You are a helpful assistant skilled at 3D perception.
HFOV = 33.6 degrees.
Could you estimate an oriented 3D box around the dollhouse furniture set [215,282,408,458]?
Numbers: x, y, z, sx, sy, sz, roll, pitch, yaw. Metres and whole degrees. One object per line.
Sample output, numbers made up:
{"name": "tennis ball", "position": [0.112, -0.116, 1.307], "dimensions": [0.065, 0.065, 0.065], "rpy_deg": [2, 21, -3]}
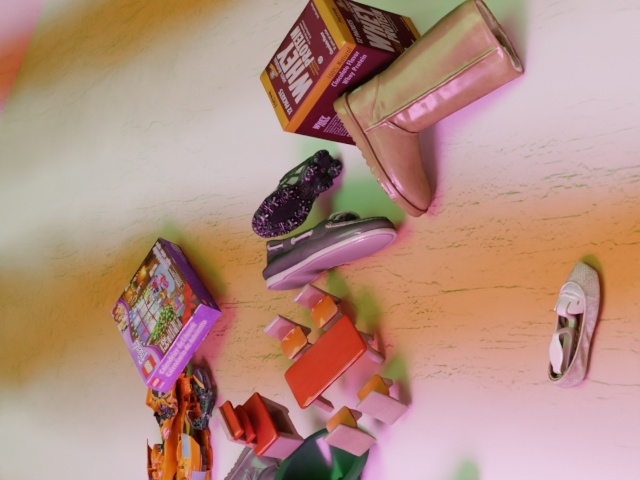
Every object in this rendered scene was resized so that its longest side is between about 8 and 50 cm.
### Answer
{"name": "dollhouse furniture set", "position": [-0.029, 0.230, 1.698], "dimensions": [0.259, 0.135, 0.262], "rpy_deg": [-46, 45, 14]}

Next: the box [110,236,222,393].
{"name": "box", "position": [-0.319, 0.145, 2.147], "dimensions": [0.201, 0.057, 0.293], "rpy_deg": [-56, 35, 10]}

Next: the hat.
{"name": "hat", "position": [0.035, 0.436, 1.727], "dimensions": [0.173, 0.183, 0.208], "rpy_deg": [-7, 35, 42]}

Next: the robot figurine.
{"name": "robot figurine", "position": [-0.284, 0.389, 2.104], "dimensions": [0.211, 0.085, 0.291], "rpy_deg": [-20, 68, 48]}

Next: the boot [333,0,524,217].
{"name": "boot", "position": [0.181, -0.189, 1.571], "dimensions": [0.269, 0.089, 0.236], "rpy_deg": [-31, 101, 26]}

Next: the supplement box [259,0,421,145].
{"name": "supplement box", "position": [0.043, -0.268, 1.695], "dimensions": [0.191, 0.194, 0.129], "rpy_deg": [-52, 47, 35]}

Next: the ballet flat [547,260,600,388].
{"name": "ballet flat", "position": [0.327, 0.109, 1.377], "dimensions": [0.057, 0.052, 0.168], "rpy_deg": [3, 86, 53]}

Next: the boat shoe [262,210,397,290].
{"name": "boat shoe", "position": [0.000, 0.000, 1.777], "dimensions": [0.335, 0.112, 0.095], "rpy_deg": [-28, 67, 51]}

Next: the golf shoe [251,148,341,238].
{"name": "golf shoe", "position": [-0.048, -0.074, 1.835], "dimensions": [0.198, 0.077, 0.094], "rpy_deg": [-43, 14, -19]}

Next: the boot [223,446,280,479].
{"name": "boot", "position": [-0.092, 0.475, 1.862], "dimensions": [0.208, 0.076, 0.189], "rpy_deg": [43, 120, 39]}
